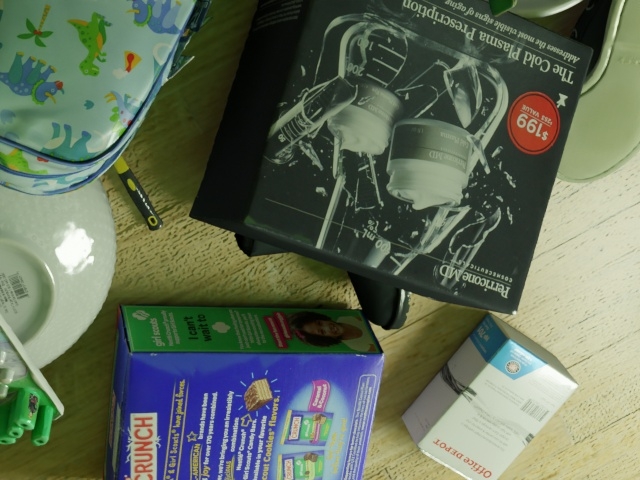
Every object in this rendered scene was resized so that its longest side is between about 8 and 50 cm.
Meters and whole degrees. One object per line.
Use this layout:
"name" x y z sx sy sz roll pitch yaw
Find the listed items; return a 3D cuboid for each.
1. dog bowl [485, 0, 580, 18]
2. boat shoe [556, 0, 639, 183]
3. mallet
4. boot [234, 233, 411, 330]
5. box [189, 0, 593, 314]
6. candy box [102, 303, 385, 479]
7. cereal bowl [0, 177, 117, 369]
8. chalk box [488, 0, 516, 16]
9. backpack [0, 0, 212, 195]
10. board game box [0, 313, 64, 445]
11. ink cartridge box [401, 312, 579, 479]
"dog bowl" 0.218 -0.385 1.507 0.264 0.104 0.265 -6 117 -13
"boat shoe" 0.347 -0.215 1.620 0.127 0.113 0.340 8 137 -1
"mallet" -0.238 -0.082 1.568 0.062 0.039 0.190 -22 123 -6
"boot" 0.000 0.000 1.637 0.207 0.094 0.247 -7 110 -17
"box" 0.079 -0.117 1.498 0.343 0.179 0.313 18 86 -23
"candy box" -0.103 0.224 1.704 0.317 0.122 0.268 1 116 -18
"cereal bowl" -0.381 0.030 1.497 0.338 0.141 0.339 -10 123 -16
"chalk box" 0.132 -0.358 1.307 0.179 0.180 0.289 -27 94 -6
"backpack" -0.259 -0.222 1.344 0.290 0.273 0.356 26 102 -27
"board game box" -0.507 0.116 1.406 0.389 0.050 0.390 -2 147 9
"ink cartridge box" 0.223 0.213 1.814 0.139 0.082 0.191 34 104 -27
